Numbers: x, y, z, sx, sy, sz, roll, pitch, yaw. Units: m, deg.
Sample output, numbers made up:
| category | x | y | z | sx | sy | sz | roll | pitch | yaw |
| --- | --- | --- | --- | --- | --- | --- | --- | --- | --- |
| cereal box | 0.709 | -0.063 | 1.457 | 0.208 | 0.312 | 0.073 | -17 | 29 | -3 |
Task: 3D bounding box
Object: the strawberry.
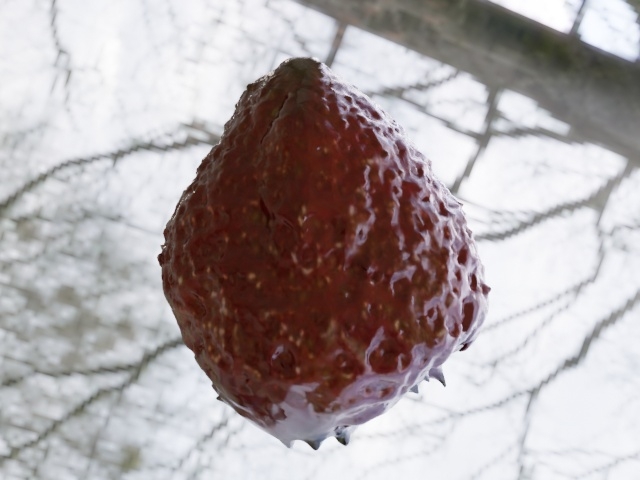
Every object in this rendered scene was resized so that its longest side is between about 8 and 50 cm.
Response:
| category | x | y | z | sx | sy | sz | roll | pitch | yaw |
| --- | --- | --- | --- | --- | --- | --- | --- | --- | --- |
| strawberry | 0.000 | 0.000 | 1.323 | 0.257 | 0.257 | 0.277 | -134 | -150 | -63 |
